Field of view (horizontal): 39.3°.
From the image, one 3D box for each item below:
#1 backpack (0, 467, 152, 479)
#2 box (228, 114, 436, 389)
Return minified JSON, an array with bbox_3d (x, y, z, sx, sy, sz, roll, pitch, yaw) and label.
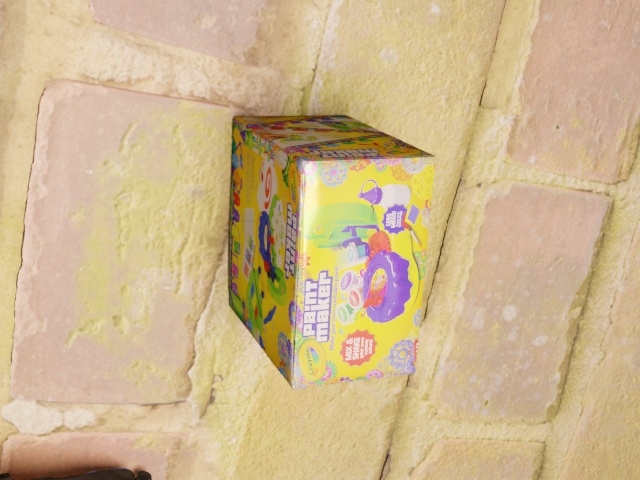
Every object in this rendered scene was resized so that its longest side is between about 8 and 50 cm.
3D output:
[{"bbox_3d":[-0.348,0.460,1.218,0.276,0.213,0.263,16,111,-51],"label":"backpack"},{"bbox_3d":[0.000,0.000,1.192,0.177,0.279,0.289,-4,110,-21],"label":"box"}]
